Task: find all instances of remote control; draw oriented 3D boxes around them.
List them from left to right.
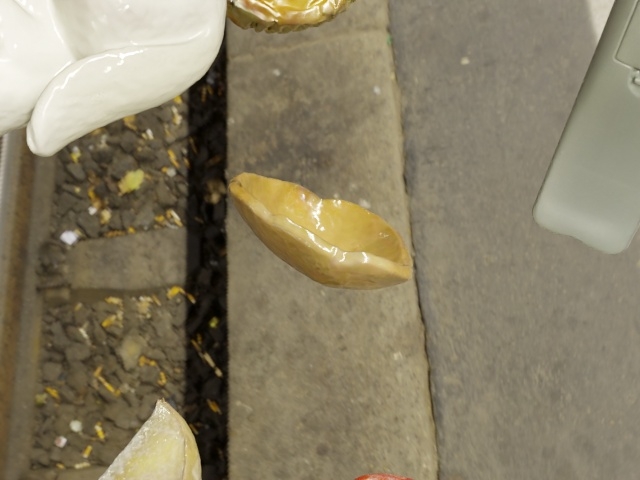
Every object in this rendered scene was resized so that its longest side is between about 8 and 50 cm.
[{"bbox_3d":[0.135,-0.064,0.370,0.050,0.184,0.027,25,46,15],"label":"remote control"}]

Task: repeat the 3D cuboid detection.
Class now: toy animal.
[{"bbox_3d":[-0.223,-0.216,0.871,0.265,0.206,0.271,-20,48,-6],"label":"toy animal"}]

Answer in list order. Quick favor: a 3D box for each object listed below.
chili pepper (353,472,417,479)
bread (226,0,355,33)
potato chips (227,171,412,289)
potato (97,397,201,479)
[{"bbox_3d":[0.080,0.177,0.513,0.191,0.059,0.050,13,44,41],"label":"chili pepper"},{"bbox_3d":[-0.037,-0.362,1.010,0.227,0.142,0.253,33,96,-13],"label":"bread"},{"bbox_3d":[-0.001,0.000,0.823,0.208,0.195,0.061,37,107,39],"label":"potato chips"},{"bbox_3d":[-0.156,0.261,0.690,0.100,0.120,0.261,14,51,37],"label":"potato"}]
